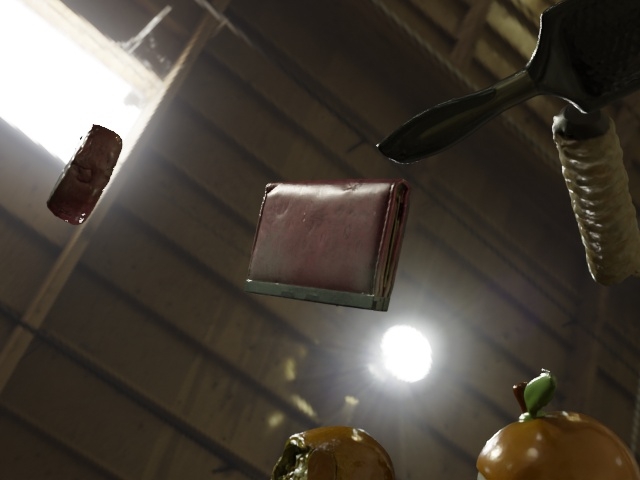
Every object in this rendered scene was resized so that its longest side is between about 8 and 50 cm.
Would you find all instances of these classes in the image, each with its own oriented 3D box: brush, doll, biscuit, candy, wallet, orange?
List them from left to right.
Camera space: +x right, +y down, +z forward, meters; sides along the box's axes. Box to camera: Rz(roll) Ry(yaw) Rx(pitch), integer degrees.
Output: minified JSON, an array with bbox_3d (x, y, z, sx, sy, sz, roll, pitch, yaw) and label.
[{"bbox_3d":[-0.231,-0.065,1.050,0.043,0.103,0.103,28,-127,-15],"label":"candy"},{"bbox_3d":[0.000,0.000,1.009,0.025,0.232,0.119,14,-96,-32],"label":"wallet"},{"bbox_3d":[0.007,0.274,1.153,0.134,0.154,0.154,26,-132,9],"label":"orange"},{"bbox_3d":[0.277,0.269,1.271,0.213,0.213,0.236,-7,-99,-42],"label":"doll"},{"bbox_3d":[0.118,-0.085,0.540,0.063,0.193,0.016,60,-170,-22],"label":"brush"},{"bbox_3d":[0.261,-0.036,0.981,0.219,0.061,0.055,63,-152,-43],"label":"biscuit"}]
